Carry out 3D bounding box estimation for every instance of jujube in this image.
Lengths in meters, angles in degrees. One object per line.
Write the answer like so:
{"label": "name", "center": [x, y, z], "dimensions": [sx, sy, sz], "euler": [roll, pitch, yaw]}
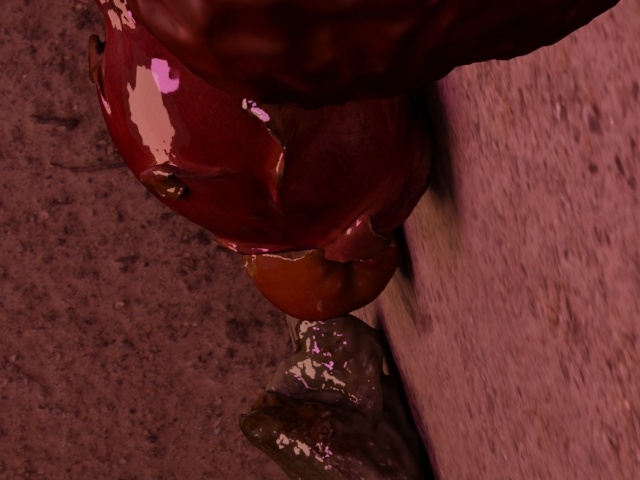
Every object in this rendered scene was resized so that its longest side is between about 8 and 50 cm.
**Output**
{"label": "jujube", "center": [0.027, -0.152, 0.588], "dimensions": [0.213, 0.232, 0.213], "euler": [167, 90, -81]}

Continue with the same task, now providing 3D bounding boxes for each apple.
{"label": "apple", "center": [0.004, 0.006, 1.512], "dimensions": [0.147, 0.156, 0.158], "euler": [61, 171, -33]}

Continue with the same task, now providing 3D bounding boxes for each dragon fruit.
{"label": "dragon fruit", "center": [-0.049, -0.108, 1.198], "dimensions": [0.315, 0.250, 0.250], "euler": [58, -173, -44]}

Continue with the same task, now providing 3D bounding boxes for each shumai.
{"label": "shumai", "center": [0.054, 0.210, 1.749], "dimensions": [0.272, 0.203, 0.222], "euler": [38, 166, 12]}

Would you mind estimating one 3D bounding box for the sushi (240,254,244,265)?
{"label": "sushi", "center": [-0.029, -0.014, 1.840], "dimensions": [0.225, 0.127, 0.124], "euler": [-178, 73, -77]}
